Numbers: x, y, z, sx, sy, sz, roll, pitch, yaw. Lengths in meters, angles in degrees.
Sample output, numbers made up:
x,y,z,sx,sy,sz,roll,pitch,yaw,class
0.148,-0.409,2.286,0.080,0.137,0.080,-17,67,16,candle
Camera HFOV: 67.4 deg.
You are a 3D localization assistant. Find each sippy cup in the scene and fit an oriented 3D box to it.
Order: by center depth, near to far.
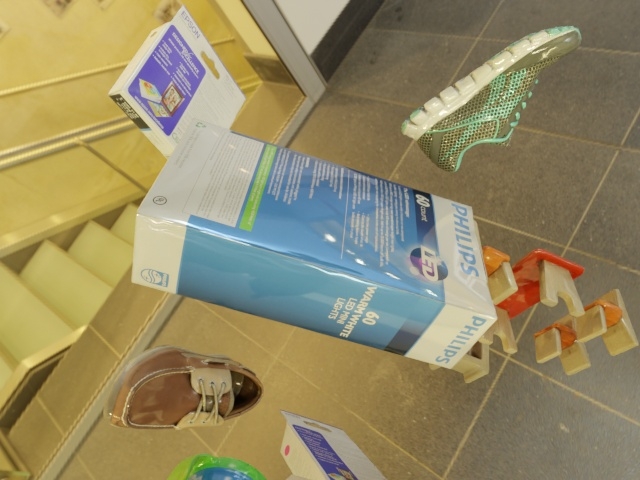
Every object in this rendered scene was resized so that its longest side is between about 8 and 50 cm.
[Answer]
x,y,z,sx,sy,sz,roll,pitch,yaw,class
-0.236,0.652,1.064,0.305,0.224,0.240,31,107,-2,sippy cup

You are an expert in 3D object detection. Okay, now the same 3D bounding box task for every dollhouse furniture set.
x,y,z,sx,sy,sz,roll,pitch,yaw,class
0.262,0.097,0.715,0.259,0.261,0.135,-53,19,46,dollhouse furniture set

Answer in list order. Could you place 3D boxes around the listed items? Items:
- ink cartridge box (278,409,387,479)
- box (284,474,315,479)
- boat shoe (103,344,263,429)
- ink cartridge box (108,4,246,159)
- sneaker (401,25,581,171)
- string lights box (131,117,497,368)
x,y,z,sx,sy,sz,roll,pitch,yaw,class
0.039,0.440,0.895,0.069,0.175,0.371,-64,23,-2,ink cartridge box
-0.021,0.358,0.578,0.101,0.087,0.102,-13,12,44,box
-0.191,0.235,0.757,0.116,0.324,0.123,12,86,22,boat shoe
-0.228,-0.243,0.814,0.045,0.206,0.208,3,58,30,ink cartridge box
0.161,-0.124,0.439,0.166,0.076,0.065,-32,8,21,sneaker
0.000,0.000,0.393,0.259,0.077,0.133,17,41,-8,string lights box
